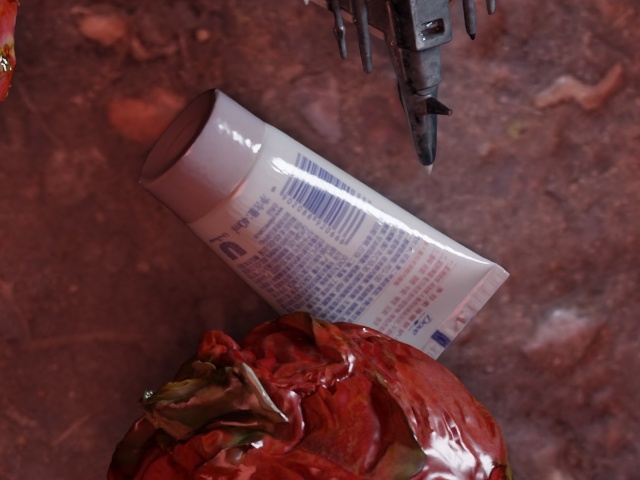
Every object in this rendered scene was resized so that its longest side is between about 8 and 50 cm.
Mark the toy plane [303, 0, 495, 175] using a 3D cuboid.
[{"bbox_3d":[0.062,-0.152,1.237,0.160,0.082,0.234,-20,104,-24],"label":"toy plane"}]

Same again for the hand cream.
[{"bbox_3d":[0.000,0.000,1.277,0.248,0.083,0.133,40,99,-20],"label":"hand cream"}]

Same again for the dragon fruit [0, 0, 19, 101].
[{"bbox_3d":[-0.316,-0.137,1.172,0.268,0.205,0.210,12,105,5],"label":"dragon fruit"}]

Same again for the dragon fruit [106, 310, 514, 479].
[{"bbox_3d":[0.002,0.207,1.217,0.277,0.277,0.343,-23,115,4],"label":"dragon fruit"}]
